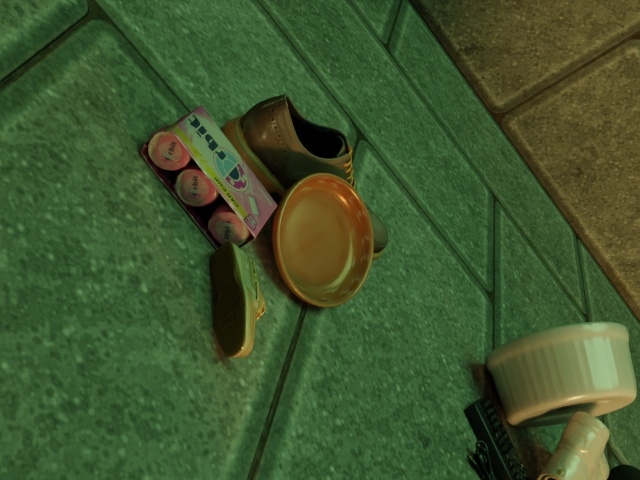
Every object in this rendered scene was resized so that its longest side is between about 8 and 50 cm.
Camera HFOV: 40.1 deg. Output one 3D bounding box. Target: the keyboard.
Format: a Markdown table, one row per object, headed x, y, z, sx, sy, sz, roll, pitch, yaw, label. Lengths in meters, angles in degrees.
| x | y | z | sx | sy | sz | roll | pitch | yaw | label |
| --- | --- | --- | --- | --- | --- | --- | --- | --- | --- |
| 0.339 | 0.432 | 1.541 | 0.201 | 0.033 | 0.317 | -5 | 66 | -61 | keyboard |

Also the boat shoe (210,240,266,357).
| x | y | z | sx | sy | sz | roll | pitch | yaw | label |
| --- | --- | --- | --- | --- | --- | --- | --- | --- | --- |
| -0.097 | 0.077 | 1.108 | 0.059 | 0.063 | 0.170 | 28 | 39 | -38 | boat shoe |

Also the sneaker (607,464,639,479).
| x | y | z | sx | sy | sz | roll | pitch | yaw | label |
| --- | --- | --- | --- | --- | --- | --- | --- | --- | --- |
| 0.623 | 0.556 | 1.803 | 0.146 | 0.122 | 0.330 | 53 | 26 | -16 | sneaker |

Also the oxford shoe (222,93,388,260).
| x | y | z | sx | sy | sz | roll | pitch | yaw | label |
| --- | --- | --- | --- | --- | --- | --- | --- | --- | --- |
| 0.012 | -0.089 | 1.392 | 0.363 | 0.132 | 0.130 | 38 | 33 | -37 | oxford shoe |

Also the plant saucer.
| x | y | z | sx | sy | sz | roll | pitch | yaw | label |
| --- | --- | --- | --- | --- | --- | --- | --- | --- | --- |
| 0.000 | 0.000 | 1.310 | 0.199 | 0.037 | 0.200 | 3 | 85 | -43 | plant saucer |

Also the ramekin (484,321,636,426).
| x | y | z | sx | sy | sz | roll | pitch | yaw | label |
| --- | --- | --- | --- | --- | --- | --- | --- | --- | --- |
| 0.464 | 0.263 | 1.674 | 0.277 | 0.277 | 0.135 | 22 | 52 | -51 | ramekin |

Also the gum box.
| x | y | z | sx | sy | sz | roll | pitch | yaw | label |
| --- | --- | --- | --- | --- | --- | --- | --- | --- | --- |
| -0.150 | -0.085 | 1.185 | 0.188 | 0.062 | 0.107 | 53 | 27 | -13 | gum box |

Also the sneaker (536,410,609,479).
| x | y | z | sx | sy | sz | roll | pitch | yaw | label |
| --- | --- | --- | --- | --- | --- | --- | --- | --- | --- |
| 0.473 | 0.459 | 1.683 | 0.169 | 0.108 | 0.293 | -51 | 146 | -21 | sneaker |
